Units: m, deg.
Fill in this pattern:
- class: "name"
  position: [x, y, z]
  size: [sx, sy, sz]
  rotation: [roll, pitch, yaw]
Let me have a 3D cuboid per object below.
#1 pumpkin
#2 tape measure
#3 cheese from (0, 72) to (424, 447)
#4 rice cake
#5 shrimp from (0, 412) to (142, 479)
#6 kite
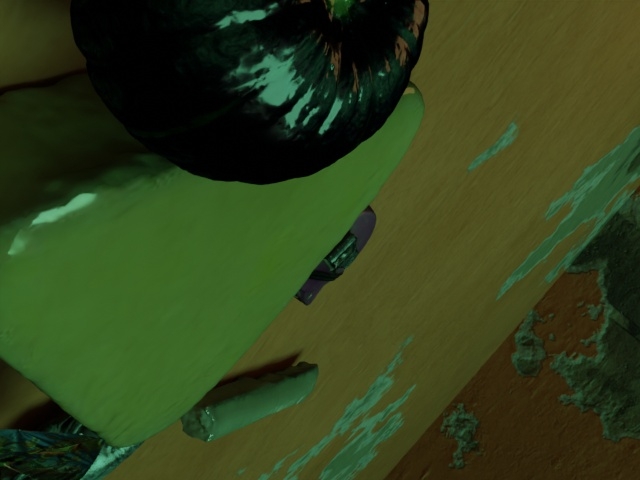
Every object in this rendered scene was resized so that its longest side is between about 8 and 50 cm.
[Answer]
- class: "pumpkin"
  position: [-0.032, -0.126, 0.433]
  size: [0.202, 0.140, 0.201]
  rotation: [-12, 106, -44]
- class: "tape measure"
  position: [0.000, 0.000, 0.851]
  size: [0.118, 0.074, 0.125]
  rotation: [-46, 162, -3]
- class: "cheese"
  position: [-0.116, 0.025, 0.634]
  size: [0.384, 0.104, 0.384]
  rotation: [-39, 159, -18]
- class: "rice cake"
  position: [-0.084, 0.200, 1.093]
  size: [0.256, 0.052, 0.057]
  rotation: [-8, 135, -59]
- class: "shrimp"
  position: [-0.250, 0.203, 0.758]
  size: [0.233, 0.079, 0.090]
  rotation: [-35, 153, -16]
- class: "kite"
  position: [-0.232, 0.161, 0.639]
  size: [0.160, 0.010, 0.183]
  rotation: [-15, 146, 15]
